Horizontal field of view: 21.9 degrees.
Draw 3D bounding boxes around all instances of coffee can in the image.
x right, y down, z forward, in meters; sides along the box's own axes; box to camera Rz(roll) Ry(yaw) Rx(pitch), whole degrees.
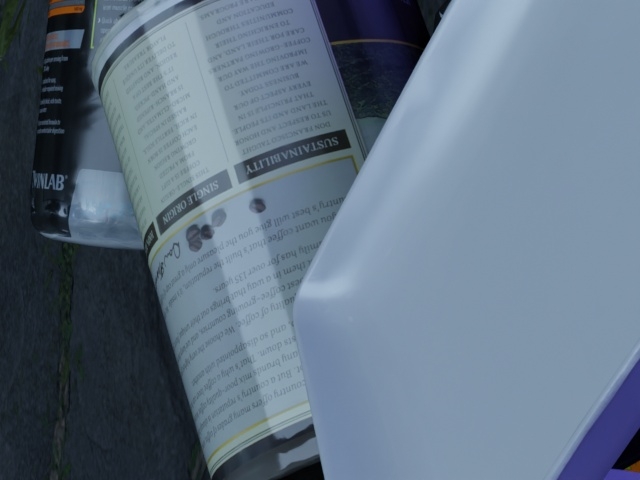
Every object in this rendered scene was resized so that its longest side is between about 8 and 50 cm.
[{"bbox_3d":[0.000,0.000,0.942,0.201,0.201,0.275,-41,62,51],"label":"coffee can"}]

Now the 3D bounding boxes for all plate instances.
[{"bbox_3d":[0.078,-0.001,0.629,0.278,0.045,0.277,-61,22,25],"label":"plate"}]

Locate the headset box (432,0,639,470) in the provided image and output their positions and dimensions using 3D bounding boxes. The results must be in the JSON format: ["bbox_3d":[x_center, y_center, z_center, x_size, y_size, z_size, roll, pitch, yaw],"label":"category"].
[{"bbox_3d":[0.131,-0.028,0.765,0.218,0.110,0.293,132,151,-55],"label":"headset box"}]

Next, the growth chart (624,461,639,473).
[{"bbox_3d":[0.179,0.160,0.832,0.237,0.021,0.172,59,136,47],"label":"growth chart"}]

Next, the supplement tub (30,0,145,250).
[{"bbox_3d":[-0.089,-0.158,1.172,0.207,0.207,0.338,6,90,61],"label":"supplement tub"}]

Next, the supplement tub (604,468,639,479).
[{"bbox_3d":[0.097,0.269,0.640,0.228,0.228,0.316,-33,37,54],"label":"supplement tub"}]
